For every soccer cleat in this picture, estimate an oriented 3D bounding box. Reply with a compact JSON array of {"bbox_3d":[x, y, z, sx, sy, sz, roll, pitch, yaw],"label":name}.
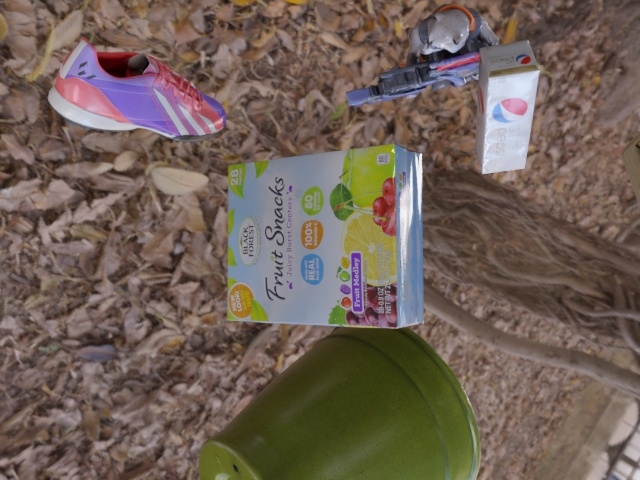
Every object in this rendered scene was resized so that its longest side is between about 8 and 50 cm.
[{"bbox_3d":[-0.253,-0.228,0.956,0.318,0.108,0.116,-5,136,-53],"label":"soccer cleat"}]

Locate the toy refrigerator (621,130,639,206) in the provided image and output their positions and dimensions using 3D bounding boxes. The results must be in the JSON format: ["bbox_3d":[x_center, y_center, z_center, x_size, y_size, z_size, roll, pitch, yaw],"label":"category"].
[{"bbox_3d":[0.287,-0.107,0.315,0.269,0.094,0.102,-59,-174,38],"label":"toy refrigerator"}]

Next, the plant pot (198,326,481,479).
[{"bbox_3d":[0.007,0.356,1.015,0.353,0.366,0.366,-22,130,-38],"label":"plant pot"}]

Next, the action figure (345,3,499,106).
[{"bbox_3d":[0.197,-0.373,1.221,0.341,0.330,0.178,-14,94,-3],"label":"action figure"}]

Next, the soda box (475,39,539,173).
[{"bbox_3d":[0.285,-0.200,0.957,0.074,0.069,0.216,-8,145,7],"label":"soda box"}]

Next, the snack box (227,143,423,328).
[{"bbox_3d":[0.000,0.000,0.643,0.070,0.207,0.174,4,84,-56],"label":"snack box"}]
